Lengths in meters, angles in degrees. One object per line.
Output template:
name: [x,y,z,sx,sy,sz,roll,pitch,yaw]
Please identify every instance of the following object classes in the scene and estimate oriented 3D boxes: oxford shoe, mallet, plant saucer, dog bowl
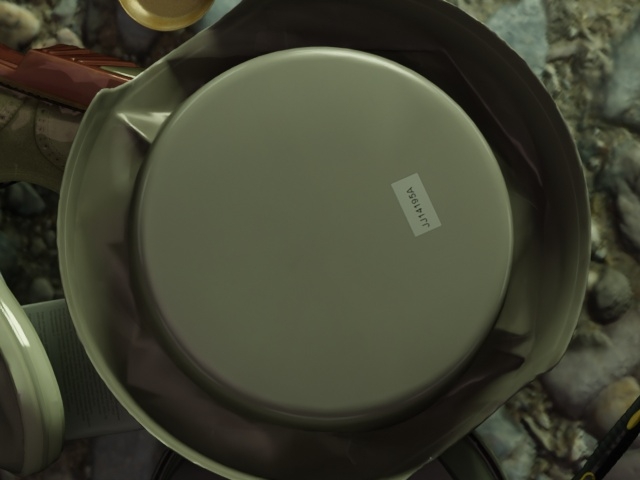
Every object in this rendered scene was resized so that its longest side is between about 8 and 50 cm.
oxford shoe: [-0.338,0.036,1.305,0.449,0.130,0.169,34,133,33]
mallet: [0.240,0.107,1.299,0.062,0.039,0.189,30,102,9]
oxford shoe: [-0.278,-0.095,1.373,0.348,0.123,0.130,16,101,14]
plant saucer: [-0.110,-0.194,1.383,0.083,0.015,0.083,0,92,13]
dog bowl: [0.000,0.000,1.263,0.349,0.102,0.348,1,81,-7]

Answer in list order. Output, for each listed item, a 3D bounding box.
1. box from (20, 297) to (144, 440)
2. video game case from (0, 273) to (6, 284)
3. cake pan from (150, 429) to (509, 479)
box: [-0.155,0.087,1.354,0.087,0.101,0.102,-9,89,13]
video game case: [-0.292,0.006,1.356,0.183,0.023,0.201,-23,94,55]
cake pan: [0.000,0.233,1.344,0.293,0.054,0.293,0,90,13]
